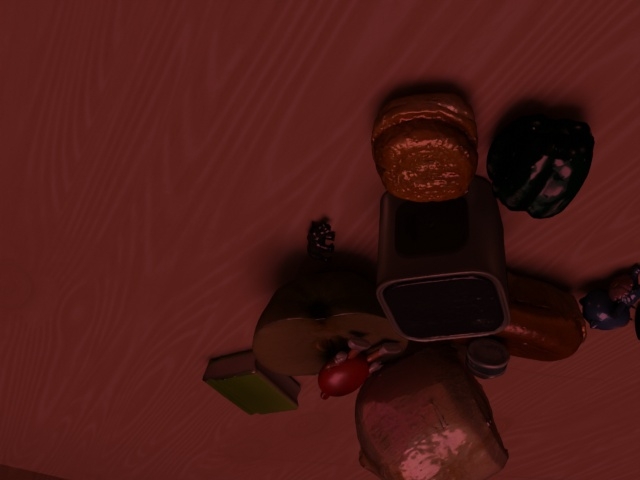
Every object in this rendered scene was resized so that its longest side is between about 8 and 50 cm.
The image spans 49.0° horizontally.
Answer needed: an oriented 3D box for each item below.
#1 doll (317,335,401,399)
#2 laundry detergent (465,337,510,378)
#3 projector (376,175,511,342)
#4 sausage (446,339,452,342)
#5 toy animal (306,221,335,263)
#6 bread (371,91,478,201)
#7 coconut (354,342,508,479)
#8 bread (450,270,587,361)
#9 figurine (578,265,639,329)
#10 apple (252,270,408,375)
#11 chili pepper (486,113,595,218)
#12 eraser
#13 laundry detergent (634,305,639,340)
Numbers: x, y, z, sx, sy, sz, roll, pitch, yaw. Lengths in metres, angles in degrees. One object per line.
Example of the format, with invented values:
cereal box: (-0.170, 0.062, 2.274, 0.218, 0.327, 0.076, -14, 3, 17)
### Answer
doll: (0.075, 0.310, 1.706, 0.183, 0.085, 0.217, 13, 128, -36)
laundry detergent: (0.401, 0.296, 1.699, 0.099, 0.070, 0.225, 7, 159, 13)
projector: (0.259, 0.043, 1.478, 0.248, 0.249, 0.248, -9, 140, 18)
sausage: (0.336, 0.255, 1.912, 0.083, 0.034, 0.034, 17, 141, -14)
toy animal: (0.000, 0.000, 1.619, 0.065, 0.047, 0.135, 12, 148, 4)
bread: (0.196, -0.169, 1.319, 0.198, 0.120, 0.236, -2, 141, 12)
coconut: (0.262, 0.484, 1.818, 0.405, 0.404, 0.404, 3, 142, 3)
bread: (0.438, 0.183, 1.689, 0.389, 0.183, 0.236, 7, 144, -2)
figurine: (0.717, 0.147, 1.669, 0.144, 0.114, 0.178, 20, 125, -34)
apple: (0.024, 0.220, 1.705, 0.312, 0.320, 0.360, 34, 158, 26)
chili pepper: (0.405, -0.121, 1.327, 0.174, 0.165, 0.261, 1, 145, -13)
eraser: (-0.211, 0.448, 2.183, 0.210, 0.092, 0.274, -15, 139, 25)
laundry detergent: (0.900, 0.195, 1.745, 0.211, 0.063, 0.137, -7, 134, 15)
